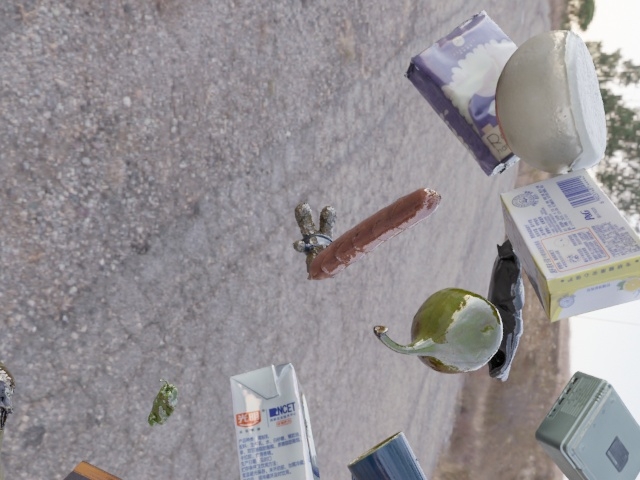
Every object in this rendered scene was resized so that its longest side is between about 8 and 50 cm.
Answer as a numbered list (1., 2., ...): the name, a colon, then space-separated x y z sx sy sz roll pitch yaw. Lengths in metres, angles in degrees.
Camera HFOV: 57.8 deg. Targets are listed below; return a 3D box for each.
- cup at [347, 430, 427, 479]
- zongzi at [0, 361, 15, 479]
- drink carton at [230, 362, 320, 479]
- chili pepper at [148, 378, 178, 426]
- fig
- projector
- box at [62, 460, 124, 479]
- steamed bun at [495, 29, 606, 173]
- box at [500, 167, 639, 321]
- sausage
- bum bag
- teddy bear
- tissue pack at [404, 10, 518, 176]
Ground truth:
1. cup: 0.137 0.487 1.150 0.131 0.155 0.176 -17 156 -40
2. zongzi: -0.674 0.396 1.179 0.289 0.154 0.317 -51 151 -9
3. drink carton: -0.055 0.348 0.831 0.131 0.106 0.315 81 -3 -58
4. chili pepper: -0.475 0.492 1.790 0.204 0.072 0.073 -63 180 29
5. fig: 0.151 0.128 0.778 0.236 0.124 0.124 -2 98 -47
6. projector: 0.598 0.437 1.254 0.192 0.099 0.257 -47 115 -15
7. box: -0.429 0.506 1.097 0.070 0.152 0.237 -63 -175 -11
8. steamed bun: 0.445 -0.264 1.147 0.283 0.177 0.283 15 71 -51
9. box: 0.429 0.000 1.004 0.265 0.168 0.097 -96 165 -54
10. sausage: 0.124 -0.012 1.490 0.088 0.433 0.088 38 33 -30
11. bum bag: 0.408 0.153 1.270 0.142 0.079 0.327 -52 144 -76
12. teddy bear: -0.002 0.008 1.850 0.129 0.181 0.252 101 -14 -61
13. tissue pack: 0.403 -0.352 1.401 0.242 0.344 0.125 -36 170 -11
